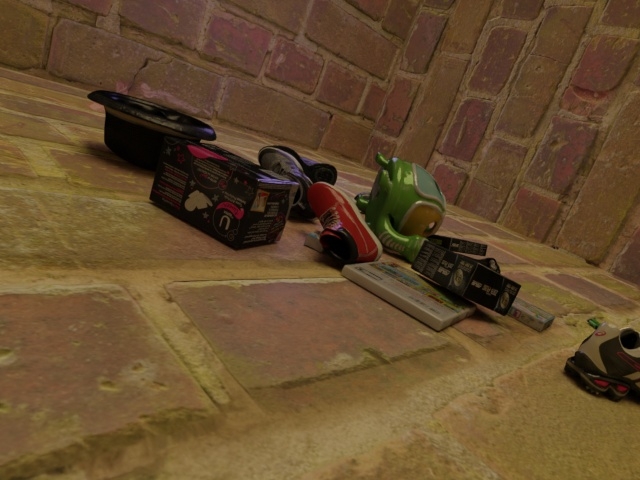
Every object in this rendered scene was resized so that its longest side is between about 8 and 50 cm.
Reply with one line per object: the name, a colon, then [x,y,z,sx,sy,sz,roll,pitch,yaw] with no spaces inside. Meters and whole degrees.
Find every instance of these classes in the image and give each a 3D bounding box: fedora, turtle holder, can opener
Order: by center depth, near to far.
fedora: [-0.457,-0.280,1.216,0.333,0.153,0.334,18,15,-5]
turtle holder: [0.244,-0.100,1.302,0.227,0.244,0.320,18,15,-9]
can opener: [0.453,0.075,1.346,0.186,0.073,0.059,12,55,-18]

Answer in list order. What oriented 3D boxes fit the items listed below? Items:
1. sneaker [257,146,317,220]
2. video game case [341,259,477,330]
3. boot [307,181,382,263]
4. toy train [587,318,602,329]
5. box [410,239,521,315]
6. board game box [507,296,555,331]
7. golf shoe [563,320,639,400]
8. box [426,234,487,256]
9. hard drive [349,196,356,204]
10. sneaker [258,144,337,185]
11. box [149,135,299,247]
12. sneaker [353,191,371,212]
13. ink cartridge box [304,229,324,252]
sneaker: [-0.098,-0.171,1.234,0.269,0.101,0.153,49,11,17]
video game case: [0.186,0.103,0.934,0.227,0.026,0.206,28,17,32]
boot: [0.022,-0.047,1.008,0.244,0.088,0.176,52,23,22]
toy train: [0.747,0.232,1.213,0.023,0.017,0.083,7,16,-6]
box: [0.316,0.080,0.999,0.147,0.078,0.180,25,4,-29]
board game box: [0.473,0.162,1.089,0.154,0.026,0.103,31,18,36]
golf shoe: [0.581,0.228,0.821,0.272,0.120,0.105,15,14,-24]
box: [0.393,0.008,1.426,0.190,0.045,0.184,8,2,-36]
hard drive: [-0.046,-0.148,1.484,0.233,0.047,0.353,25,16,19]
sneaker: [-0.087,-0.242,1.523,0.286,0.109,0.130,18,3,-31]
box: [-0.198,-0.100,0.936,0.247,0.142,0.163,27,15,22]
sneaker: [0.230,-0.113,1.657,0.223,0.083,0.098,14,21,-22]
ink cartridge box: [0.000,0.000,1.051,0.048,0.028,0.083,25,15,12]
